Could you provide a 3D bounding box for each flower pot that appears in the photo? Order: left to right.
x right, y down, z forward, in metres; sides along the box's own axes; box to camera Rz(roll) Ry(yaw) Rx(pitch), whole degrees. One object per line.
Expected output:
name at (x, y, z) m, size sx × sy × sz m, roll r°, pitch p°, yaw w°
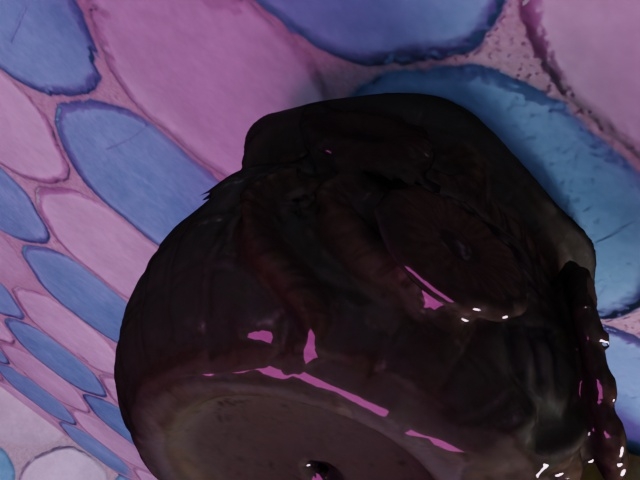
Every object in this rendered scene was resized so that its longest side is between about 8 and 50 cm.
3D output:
flower pot at (0.036, 0.059, 0.536) m, size 0.302 × 0.213 × 0.302 m, roll 13°, pitch 135°, yaw 13°

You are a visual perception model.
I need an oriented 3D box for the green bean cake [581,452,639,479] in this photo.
green bean cake at (0.234, 0.279, 0.792) m, size 0.236 × 0.124 × 0.233 m, roll 5°, pitch 140°, yaw 44°
